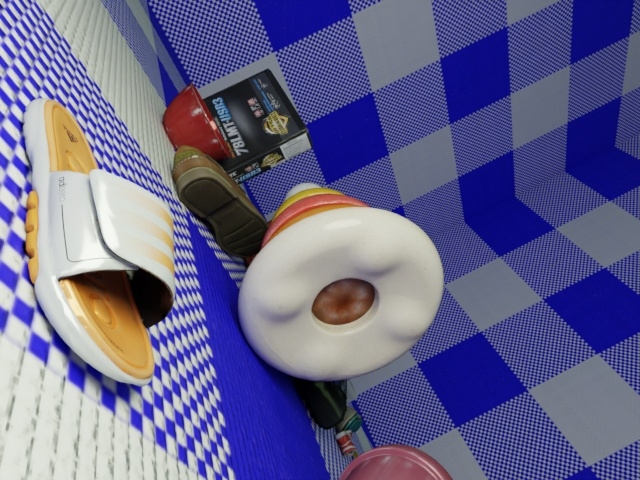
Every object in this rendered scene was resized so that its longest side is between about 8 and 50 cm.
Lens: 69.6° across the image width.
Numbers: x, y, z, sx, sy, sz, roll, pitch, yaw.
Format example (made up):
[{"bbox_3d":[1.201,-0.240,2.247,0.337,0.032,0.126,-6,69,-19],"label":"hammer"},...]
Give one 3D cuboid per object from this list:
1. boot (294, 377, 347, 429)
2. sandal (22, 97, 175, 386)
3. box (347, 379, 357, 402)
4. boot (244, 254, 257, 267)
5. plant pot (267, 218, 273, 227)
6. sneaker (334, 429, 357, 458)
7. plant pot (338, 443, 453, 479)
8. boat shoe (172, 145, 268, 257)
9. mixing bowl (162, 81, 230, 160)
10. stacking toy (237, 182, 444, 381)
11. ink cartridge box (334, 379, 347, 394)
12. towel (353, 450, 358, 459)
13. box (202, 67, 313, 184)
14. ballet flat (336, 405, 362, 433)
[{"bbox_3d":[-0.010,0.308,0.993,0.207,0.094,0.246,60,-8,2],"label":"boot"},{"bbox_3d":[-0.159,-0.026,0.346,0.265,0.076,0.102,63,-2,26],"label":"sandal"},{"bbox_3d":[0.071,0.537,1.693,0.102,0.087,0.101,64,-2,-9],"label":"box"},{"bbox_3d":[-0.173,0.047,1.177,0.158,0.059,0.085,46,-12,53],"label":"boot"},{"bbox_3d":[-0.075,0.021,1.386,0.272,0.265,0.272,64,-2,4],"label":"plant pot"},{"bbox_3d":[0.076,0.563,1.274,0.067,0.042,0.118,58,3,26],"label":"sneaker"},{"bbox_3d":[0.090,0.397,0.631,0.201,0.201,0.180,62,13,26],"label":"plant pot"},{"bbox_3d":[-0.188,-0.074,0.921,0.307,0.110,0.104,67,-3,-58],"label":"boat shoe"},{"bbox_3d":[-0.284,-0.244,1.021,0.181,0.098,0.181,64,-1,3],"label":"mixing bowl"},{"bbox_3d":[0.000,0.000,0.929,0.480,0.350,0.351,-111,177,-56],"label":"stacking toy"},{"bbox_3d":[0.035,0.399,1.388,0.333,0.065,0.165,65,26,-64],"label":"ink cartridge box"},{"bbox_3d":[0.156,0.768,1.489,0.102,0.021,0.237,-118,-177,-49],"label":"towel"},{"bbox_3d":[-0.208,-0.292,1.213,0.073,0.293,0.296,69,-5,-57],"label":"box"},{"bbox_3d":[0.074,0.550,1.422,0.086,0.086,0.248,62,-4,28],"label":"ballet flat"}]
